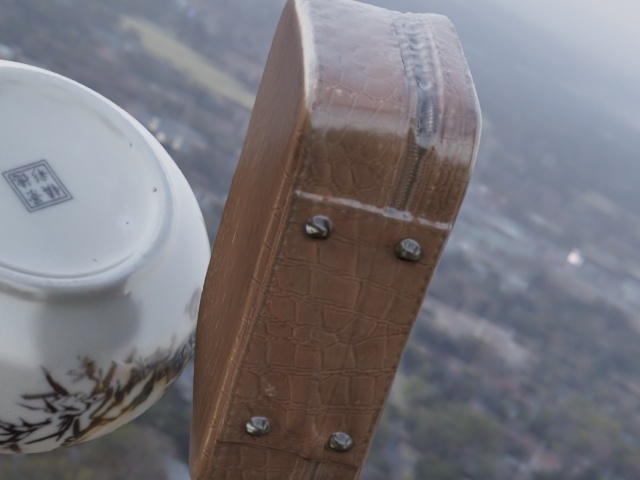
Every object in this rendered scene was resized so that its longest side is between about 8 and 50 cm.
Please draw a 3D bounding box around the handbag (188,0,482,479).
[{"bbox_3d":[0.000,0.000,0.769,0.072,0.193,0.151,10,29,-9],"label":"handbag"}]

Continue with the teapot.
[{"bbox_3d":[-0.173,0.015,0.906,0.300,0.166,0.208,-22,77,-30],"label":"teapot"}]
